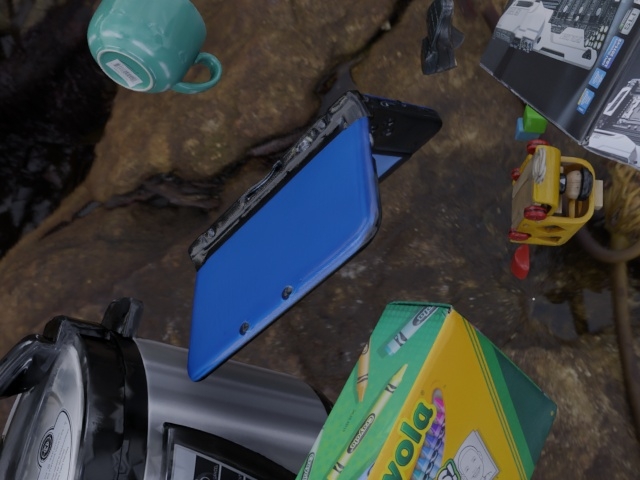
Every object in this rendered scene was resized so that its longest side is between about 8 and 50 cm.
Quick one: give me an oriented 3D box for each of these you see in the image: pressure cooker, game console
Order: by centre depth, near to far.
[{"bbox_3d":[0.000,0.000,0.838,0.293,0.250,0.173,-40,67,33],"label":"game console"},{"bbox_3d":[-0.216,0.301,0.902,0.375,0.420,0.370,-53,33,26],"label":"pressure cooker"}]

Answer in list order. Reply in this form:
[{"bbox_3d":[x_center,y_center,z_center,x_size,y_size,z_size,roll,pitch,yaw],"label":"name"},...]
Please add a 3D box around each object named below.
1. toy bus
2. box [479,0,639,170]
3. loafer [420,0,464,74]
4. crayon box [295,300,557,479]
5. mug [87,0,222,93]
[{"bbox_3d":[0.305,-0.060,1.008,0.104,0.202,0.191,5,121,4],"label":"toy bus"},{"bbox_3d":[0.231,-0.221,0.515,0.076,0.242,0.307,19,112,-12],"label":"box"},{"bbox_3d":[0.200,-0.329,1.257,0.061,0.170,0.062,-3,70,-1],"label":"loafer"},{"bbox_3d":[0.070,0.209,0.634,0.081,0.165,0.278,-2,53,54],"label":"crayon box"},{"bbox_3d":[-0.207,-0.240,0.969,0.157,0.129,0.097,20,65,7],"label":"mug"}]
